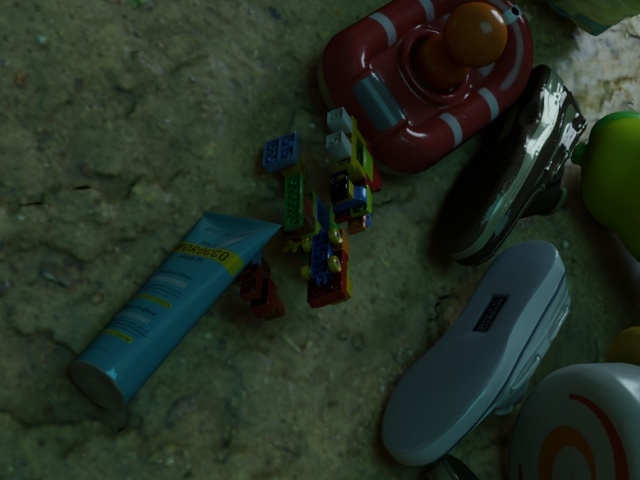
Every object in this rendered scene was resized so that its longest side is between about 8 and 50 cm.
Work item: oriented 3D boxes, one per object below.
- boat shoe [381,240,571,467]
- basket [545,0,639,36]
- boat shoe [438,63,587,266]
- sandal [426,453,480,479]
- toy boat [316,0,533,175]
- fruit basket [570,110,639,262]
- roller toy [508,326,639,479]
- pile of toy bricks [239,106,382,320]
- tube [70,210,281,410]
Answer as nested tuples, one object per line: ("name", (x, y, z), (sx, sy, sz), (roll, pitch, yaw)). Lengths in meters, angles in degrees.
("boat shoe", (0.151, 0.114, 1.396), (0.258, 0.095, 0.084), (-48, 126, -26))
("basket", (0.305, -0.357, 1.580), (0.254, 0.289, 0.201), (31, 58, -22))
("boat shoe", (0.198, -0.059, 1.504), (0.095, 0.095, 0.257), (44, 51, -18))
("sandal", (0.151, 0.296, 1.322), (0.240, 0.079, 0.088), (53, 14, 26))
("toy boat", (0.118, -0.170, 1.459), (0.231, 0.151, 0.151), (-36, 92, -39))
("fruit basket", (0.433, -0.001, 1.532), (0.283, 0.392, 0.392), (18, 60, -39))
("roller toy", (0.270, 0.200, 1.373), (0.146, 0.191, 0.209), (2, 45, -32))
("pile of toy bricks", (0.000, 0.000, 1.351), (0.105, 0.118, 0.212), (54, 27, -38))
("tube", (-0.117, 0.047, 1.261), (0.207, 0.080, 0.052), (-51, 142, -36))
